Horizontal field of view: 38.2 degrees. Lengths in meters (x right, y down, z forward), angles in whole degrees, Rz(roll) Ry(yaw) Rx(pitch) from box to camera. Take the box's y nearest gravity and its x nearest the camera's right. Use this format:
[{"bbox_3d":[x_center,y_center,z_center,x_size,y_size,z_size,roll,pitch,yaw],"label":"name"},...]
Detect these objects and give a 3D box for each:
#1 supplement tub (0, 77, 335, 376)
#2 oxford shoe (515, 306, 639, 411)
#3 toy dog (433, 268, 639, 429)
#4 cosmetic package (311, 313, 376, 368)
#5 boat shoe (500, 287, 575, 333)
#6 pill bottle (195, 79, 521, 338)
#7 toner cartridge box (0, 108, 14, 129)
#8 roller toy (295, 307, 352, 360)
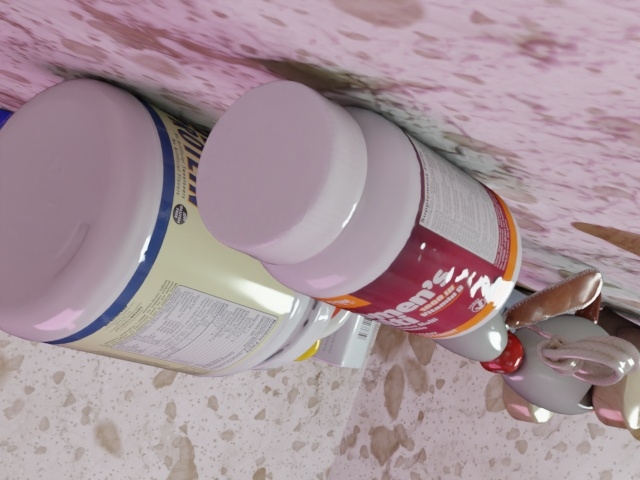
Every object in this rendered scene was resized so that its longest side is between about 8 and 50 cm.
[{"bbox_3d":[-0.149,0.006,0.907,0.235,0.235,0.325,16,175,38],"label":"supplement tub"},{"bbox_3d":[0.417,0.147,1.218,0.364,0.132,0.130,9,138,-28],"label":"oxford shoe"},{"bbox_3d":[0.233,0.085,0.966,0.220,0.161,0.333,6,158,24],"label":"toy dog"},{"bbox_3d":[-0.101,0.094,1.976,0.453,0.230,0.161,19,177,19],"label":"cosmetic package"},{"bbox_3d":[0.304,0.132,1.400,0.306,0.113,0.105,23,-178,-11],"label":"boat shoe"},{"bbox_3d":[0.031,-0.014,0.596,0.121,0.121,0.221,16,175,40],"label":"pill bottle"},{"bbox_3d":[-0.519,-0.080,1.540,0.165,0.075,0.348,19,146,26],"label":"toner cartridge box"},{"bbox_3d":[-0.041,0.061,1.436,0.191,0.209,0.146,42,168,-16],"label":"roller toy"}]
